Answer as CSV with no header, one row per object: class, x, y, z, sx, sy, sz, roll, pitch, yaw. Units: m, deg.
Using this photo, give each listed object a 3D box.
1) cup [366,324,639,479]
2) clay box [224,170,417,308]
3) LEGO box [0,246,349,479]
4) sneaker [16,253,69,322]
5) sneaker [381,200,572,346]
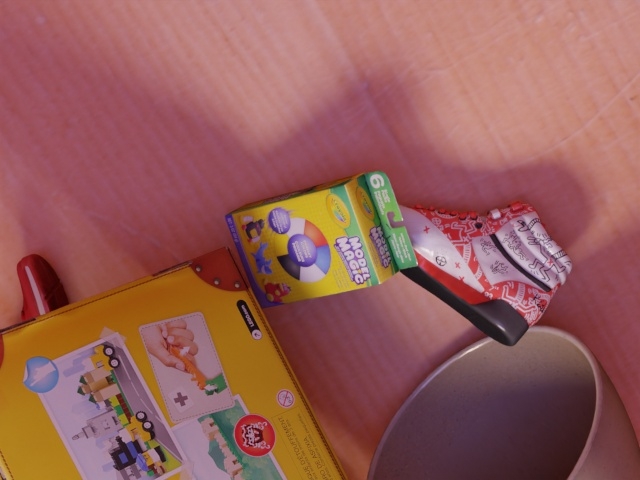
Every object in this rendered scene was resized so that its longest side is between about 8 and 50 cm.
cup,0.251,0.300,1.787,0.331,0.331,0.237,-38,120,13
clay box,0.000,0.000,1.818,0.222,0.053,0.127,-14,101,39
LEGO box,-0.178,0.307,1.712,0.372,0.193,0.500,-20,76,-30
sneaker,-0.376,0.134,1.925,0.128,0.087,0.221,-15,98,9
sneaker,0.172,-0.005,1.832,0.270,0.090,0.145,38,76,18
